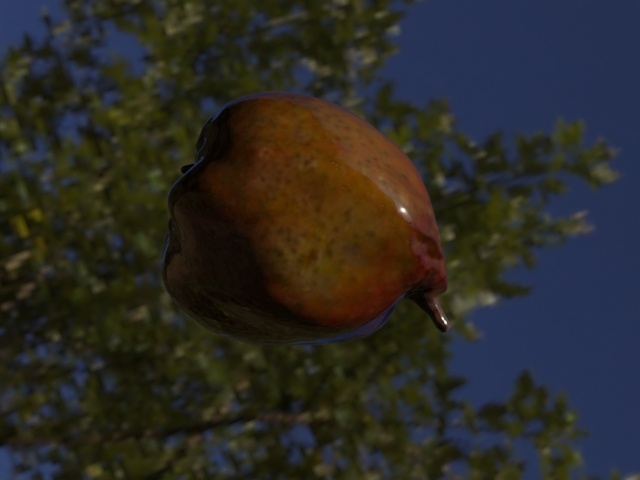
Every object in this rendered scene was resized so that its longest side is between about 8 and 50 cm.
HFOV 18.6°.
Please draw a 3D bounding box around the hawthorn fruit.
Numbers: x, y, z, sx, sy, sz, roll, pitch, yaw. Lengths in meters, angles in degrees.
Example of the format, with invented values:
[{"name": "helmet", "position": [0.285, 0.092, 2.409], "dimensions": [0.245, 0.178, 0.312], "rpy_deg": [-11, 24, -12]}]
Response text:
[{"name": "hawthorn fruit", "position": [0.000, 0.000, 1.568], "dimensions": [0.248, 0.208, 0.208], "rpy_deg": [25, -51, 6]}]
